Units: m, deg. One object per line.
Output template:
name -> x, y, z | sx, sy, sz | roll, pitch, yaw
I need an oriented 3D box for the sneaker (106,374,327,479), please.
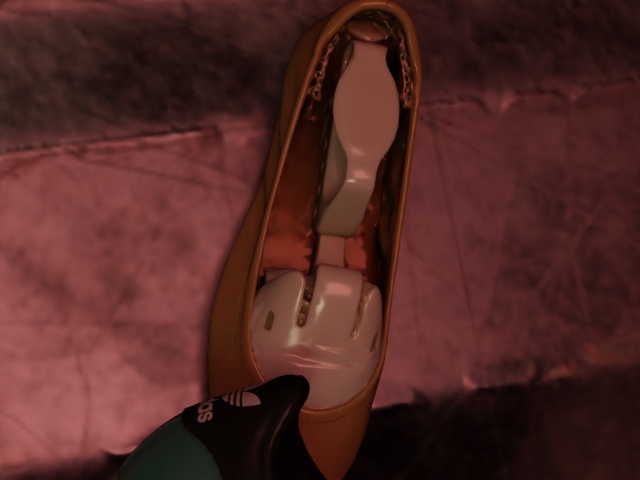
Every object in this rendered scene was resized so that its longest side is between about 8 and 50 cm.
sneaker -> 0.037, 0.186, 0.497 | 0.121, 0.108, 0.302 | -41, 89, 6

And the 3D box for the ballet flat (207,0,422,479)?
ballet flat -> 0.000, 0.000, 0.563 | 0.080, 0.073, 0.232 | 10, 76, -12
